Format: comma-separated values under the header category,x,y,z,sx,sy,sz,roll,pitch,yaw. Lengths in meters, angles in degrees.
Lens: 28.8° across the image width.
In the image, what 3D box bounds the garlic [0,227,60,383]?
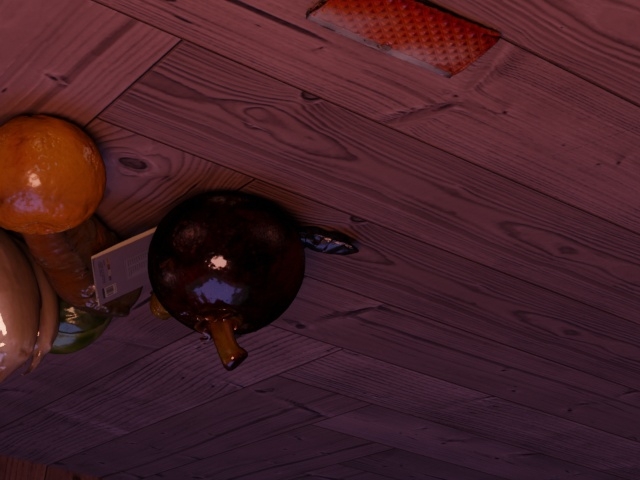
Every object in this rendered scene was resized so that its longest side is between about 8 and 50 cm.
category,x,y,z,sx,sy,sz,roll,pitch,yaw
garlic,-0.535,0.080,1.946,0.313,0.249,0.286,22,149,23

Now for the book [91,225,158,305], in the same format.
category,x,y,z,sx,sy,sz,roll,pitch,yaw
book,-0.265,0.027,1.903,0.182,0.014,0.127,-25,149,-20

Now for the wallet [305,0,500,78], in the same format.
category,x,y,z,sx,sy,sz,roll,pitch,yaw
wallet,0.092,-0.235,1.378,0.196,0.020,0.103,18,154,-25

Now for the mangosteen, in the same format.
category,x,y,z,sx,sy,sz,roll,pitch,yaw
mangosteen,-0.140,0.065,1.802,0.235,0.261,0.235,0,147,0

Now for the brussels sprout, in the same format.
category,x,y,z,sx,sy,sz,roll,pitch,yaw
brussels sprout,-0.451,0.126,2.178,0.183,0.145,0.131,-7,127,15

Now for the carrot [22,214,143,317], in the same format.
category,x,y,z,sx,sy,sz,roll,pitch,yaw
carrot,-0.376,0.019,1.935,0.139,0.138,0.302,-1,147,16

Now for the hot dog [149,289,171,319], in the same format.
category,x,y,z,sx,sy,sz,roll,pitch,yaw
hot dog,-0.206,0.065,2.056,0.068,0.083,0.289,38,144,-19

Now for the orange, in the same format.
category,x,y,z,sx,sy,sz,roll,pitch,yaw
orange,-0.375,-0.086,1.659,0.177,0.155,0.177,9,163,3

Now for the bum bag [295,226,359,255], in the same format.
category,x,y,z,sx,sy,sz,roll,pitch,yaw
bum bag,0.000,0.001,1.909,0.124,0.034,0.058,11,169,-9
